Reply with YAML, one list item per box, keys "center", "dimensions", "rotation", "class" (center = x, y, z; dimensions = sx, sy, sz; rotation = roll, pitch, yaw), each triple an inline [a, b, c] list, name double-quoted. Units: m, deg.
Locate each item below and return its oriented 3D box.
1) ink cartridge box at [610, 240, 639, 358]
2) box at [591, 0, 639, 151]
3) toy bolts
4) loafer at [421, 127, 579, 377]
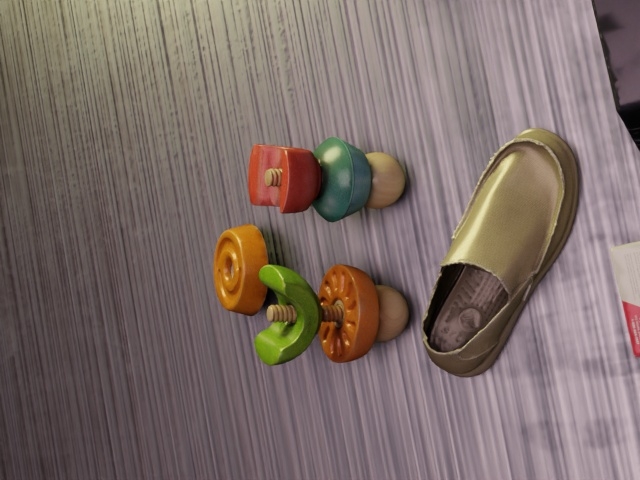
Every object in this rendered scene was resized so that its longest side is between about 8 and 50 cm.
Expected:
- center: [0.364, 0.043, 1.142]
  dimensions: [0.150, 0.063, 0.109]
  rotation: [-13, 84, 21]
  class: "ink cartridge box"
- center: [0.386, -0.197, 0.969]
  dimensions: [0.312, 0.343, 0.179]
  rotation: [-13, 83, 18]
  class: "box"
- center: [0.000, 0.000, 1.282]
  dimensions: [0.218, 0.158, 0.229]
  rotation: [29, 116, 60]
  class: "toy bolts"
- center: [0.178, 0.016, 1.203]
  dimensions: [0.102, 0.092, 0.269]
  rotation: [23, 98, 21]
  class: "loafer"
